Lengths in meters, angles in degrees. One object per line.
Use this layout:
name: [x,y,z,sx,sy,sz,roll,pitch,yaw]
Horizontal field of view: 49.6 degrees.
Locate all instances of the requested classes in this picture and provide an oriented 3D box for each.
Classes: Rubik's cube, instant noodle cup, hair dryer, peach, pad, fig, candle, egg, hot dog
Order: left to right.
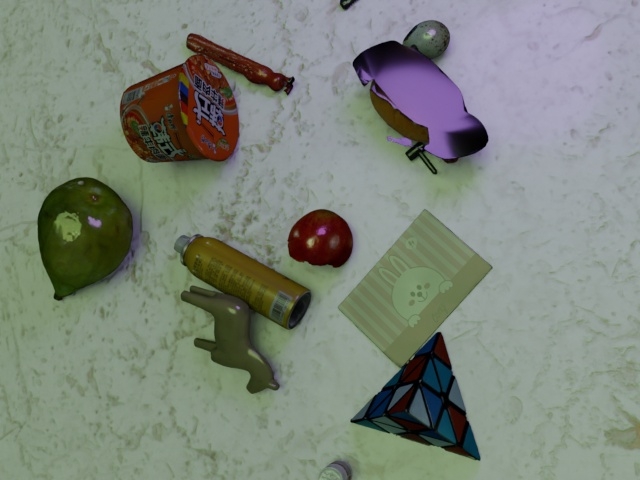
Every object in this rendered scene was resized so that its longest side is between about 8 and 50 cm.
fig: [-0.570,0.010,1.700,0.233,0.233,0.314,15,129,18]
instant noodle cup: [-0.338,-0.296,1.639,0.192,0.250,0.251,-7,79,23]
candle: [-0.208,-0.439,1.718,0.329,0.048,0.051,28,76,20]
peach: [0.000,-0.006,1.545,0.151,0.118,0.151,0,80,1]
pad: [0.204,0.104,1.526,0.202,0.005,0.300,43,95,18]
hot dog: [0.209,-0.285,1.531,0.194,0.107,0.326,-27,74,-3]
Rubik's cube: [0.201,0.301,1.376,0.284,0.234,0.250,17,86,19]
hair dryer: [0.233,-0.180,1.557,0.047,0.026,0.083,-40,80,9]
egg: [0.238,-0.452,1.566,0.110,0.085,0.085,-6,79,27]

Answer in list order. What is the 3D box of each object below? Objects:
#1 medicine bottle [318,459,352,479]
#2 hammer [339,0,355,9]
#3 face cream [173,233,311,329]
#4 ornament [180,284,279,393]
medicine bottle: [0.032,0.501,1.468,0.057,0.089,0.057,-2,82,16]
hammer: [0.148,-0.638,1.654,0.246,0.029,0.103,-31,74,11]
face cream: [-0.192,0.081,1.596,0.348,0.105,0.105,27,89,19]
ornament: [-0.199,0.233,1.567,0.244,0.061,0.231,13,116,26]
